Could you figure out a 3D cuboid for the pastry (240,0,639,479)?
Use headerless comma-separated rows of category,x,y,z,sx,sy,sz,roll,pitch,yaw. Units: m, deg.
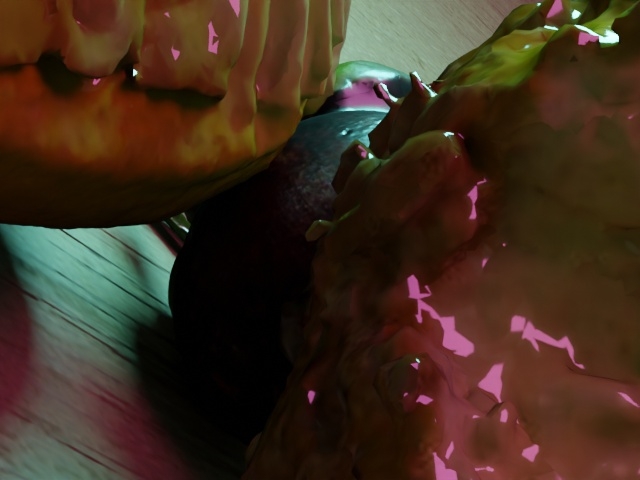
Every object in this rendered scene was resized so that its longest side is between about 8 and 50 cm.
pastry,0.111,0.126,0.598,0.337,0.292,0.405,78,9,-65

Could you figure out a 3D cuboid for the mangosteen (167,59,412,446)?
mangosteen,0.009,0.006,0.815,0.172,0.172,0.184,28,49,-56

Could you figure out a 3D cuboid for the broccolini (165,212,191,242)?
broccolini,-0.039,-0.015,0.931,0.202,0.068,0.091,41,38,-31

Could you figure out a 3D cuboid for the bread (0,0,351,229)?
bread,-0.139,-0.119,0.644,0.388,0.183,0.236,8,21,-48
